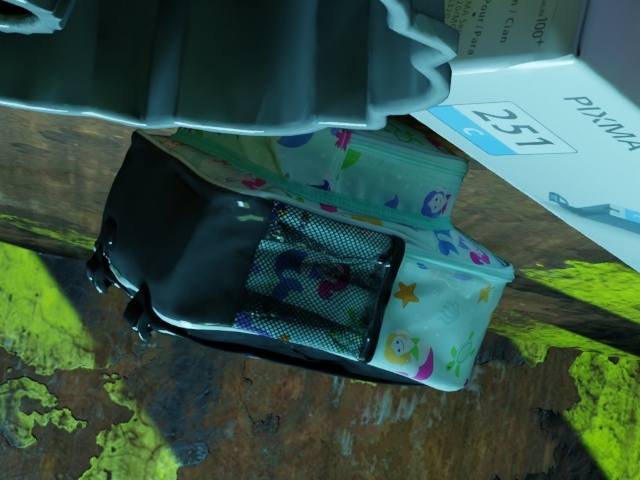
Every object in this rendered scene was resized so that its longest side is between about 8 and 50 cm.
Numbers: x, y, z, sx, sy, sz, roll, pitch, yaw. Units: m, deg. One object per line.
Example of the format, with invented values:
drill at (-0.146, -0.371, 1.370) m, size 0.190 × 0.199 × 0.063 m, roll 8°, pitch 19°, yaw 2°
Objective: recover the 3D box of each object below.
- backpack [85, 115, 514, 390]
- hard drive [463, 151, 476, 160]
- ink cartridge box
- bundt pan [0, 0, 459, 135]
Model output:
backpack at (0.000, 0.000, 1.074) m, size 0.253 × 0.191 × 0.225 m, roll 23°, pitch -176°, yaw -28°
hard drive at (0.288, -0.029, 1.109) m, size 0.233 × 0.047 × 0.353 m, roll 3°, pitch 169°, yaw 36°
ink cartridge box at (0.212, -0.052, 0.801) m, size 0.261 × 0.066 × 0.296 m, roll 0°, pitch 157°, yaw 46°
bundt pan at (-0.105, -0.137, 0.555) m, size 0.330 × 0.124 × 0.331 m, roll 10°, pitch 172°, yaw 1°
